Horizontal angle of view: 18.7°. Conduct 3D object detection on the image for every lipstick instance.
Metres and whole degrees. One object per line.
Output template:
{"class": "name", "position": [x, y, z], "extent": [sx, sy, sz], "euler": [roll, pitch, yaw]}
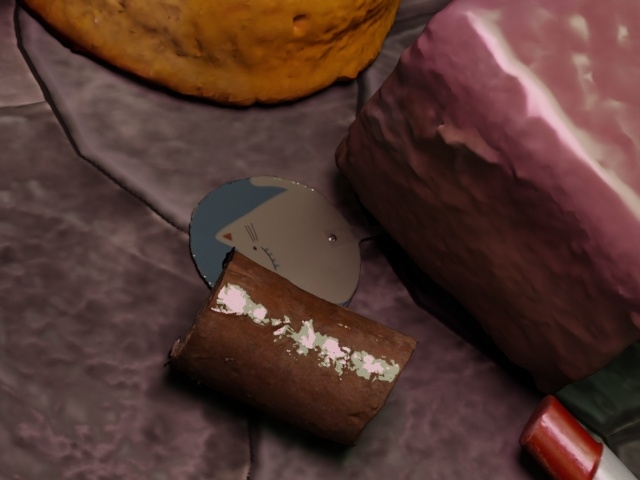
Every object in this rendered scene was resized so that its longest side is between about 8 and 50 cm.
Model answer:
{"class": "lipstick", "position": [0.214, 0.200, 1.134], "extent": [0.068, 0.061, 0.274], "euler": [-33, 73, -34]}

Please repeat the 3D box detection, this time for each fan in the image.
{"class": "fan", "position": [0.000, 0.000, 1.230], "extent": [0.175, 0.005, 0.113], "euler": [-11, 60, -27]}

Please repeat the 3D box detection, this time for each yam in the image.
{"class": "yam", "position": [-0.017, 0.065, 1.128], "extent": [0.127, 0.084, 0.084], "euler": [27, 50, -2]}

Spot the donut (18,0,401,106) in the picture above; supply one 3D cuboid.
{"class": "donut", "position": [-0.072, -0.234, 1.308], "extent": [0.303, 0.110, 0.303], "euler": [12, 52, -15]}

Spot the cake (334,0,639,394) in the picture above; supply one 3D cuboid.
{"class": "cake", "position": [0.191, -0.082, 1.195], "extent": [0.309, 0.237, 0.230], "euler": [-36, 81, -28]}
